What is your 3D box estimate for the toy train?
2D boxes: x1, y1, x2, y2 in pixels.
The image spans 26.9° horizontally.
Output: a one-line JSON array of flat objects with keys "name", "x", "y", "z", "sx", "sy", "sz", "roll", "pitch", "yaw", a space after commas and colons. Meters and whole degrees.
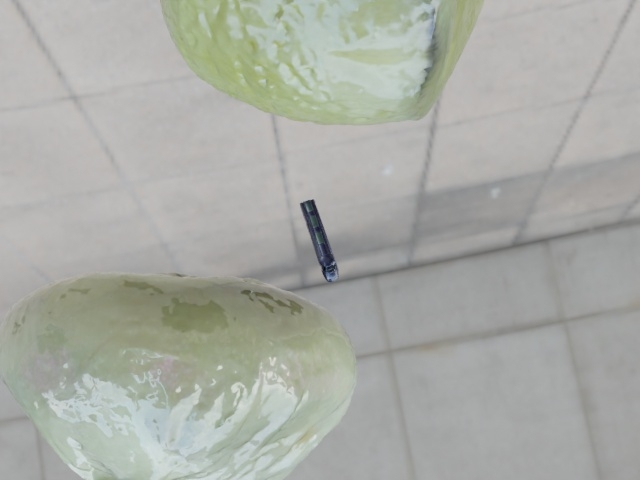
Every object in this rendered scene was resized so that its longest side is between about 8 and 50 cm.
[{"name": "toy train", "x": 0.000, "y": 0.000, "z": 1.297, "sx": 0.017, "sy": 0.083, "sz": 0.017, "roll": -18, "pitch": 163, "yaw": -3}]

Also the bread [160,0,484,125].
[{"name": "bread", "x": 0.017, "y": -0.240, "z": 1.053, "sx": 0.237, "sy": 0.320, "sz": 0.320, "roll": 22, "pitch": 170, "yaw": 8}]

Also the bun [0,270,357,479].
[{"name": "bun", "x": -0.139, "y": 0.158, "z": 1.309, "sx": 0.361, "sy": 0.213, "sz": 0.361, "roll": -2, "pitch": 160, "yaw": -1}]
